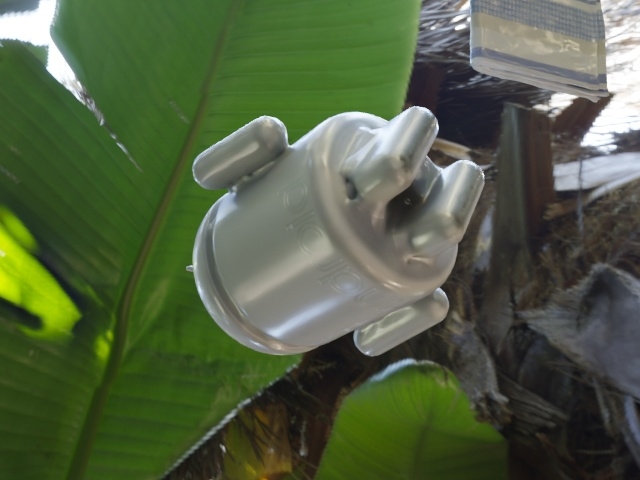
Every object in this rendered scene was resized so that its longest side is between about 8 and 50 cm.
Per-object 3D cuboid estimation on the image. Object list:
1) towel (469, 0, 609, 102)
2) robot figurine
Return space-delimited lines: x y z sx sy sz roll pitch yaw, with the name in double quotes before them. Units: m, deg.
"towel" 0.302 -0.338 1.145 0.209 0.034 0.284 10 -112 -15
"robot figurine" 0.000 0.000 0.863 0.300 0.353 0.199 48 -137 -11
